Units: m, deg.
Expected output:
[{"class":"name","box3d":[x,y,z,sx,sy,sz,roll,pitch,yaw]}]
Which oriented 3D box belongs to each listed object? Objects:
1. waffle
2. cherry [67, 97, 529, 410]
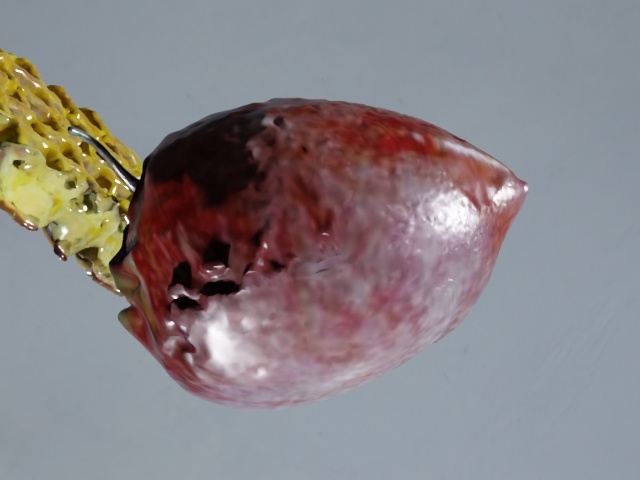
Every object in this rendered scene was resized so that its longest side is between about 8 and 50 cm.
[{"class":"waffle","box3d":[-0.198,-0.055,1.004,0.065,0.283,0.309,-44,94,8]},{"class":"cherry","box3d":[0.000,0.000,0.781,0.250,0.192,0.175,-14,44,-1]}]
